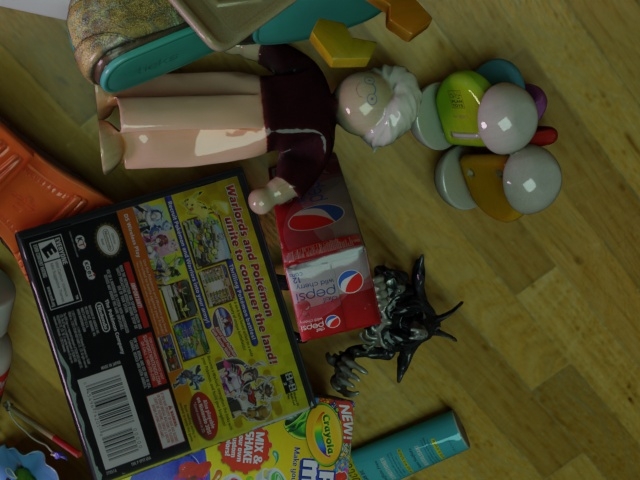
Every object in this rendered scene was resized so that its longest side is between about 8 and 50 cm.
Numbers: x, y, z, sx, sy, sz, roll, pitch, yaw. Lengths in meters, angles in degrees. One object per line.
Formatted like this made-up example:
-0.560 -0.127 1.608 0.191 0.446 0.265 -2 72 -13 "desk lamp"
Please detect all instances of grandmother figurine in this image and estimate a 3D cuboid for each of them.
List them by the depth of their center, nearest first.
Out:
-0.060 -0.130 1.252 0.342 0.104 0.207 -6 85 -9 "grandmother figurine"

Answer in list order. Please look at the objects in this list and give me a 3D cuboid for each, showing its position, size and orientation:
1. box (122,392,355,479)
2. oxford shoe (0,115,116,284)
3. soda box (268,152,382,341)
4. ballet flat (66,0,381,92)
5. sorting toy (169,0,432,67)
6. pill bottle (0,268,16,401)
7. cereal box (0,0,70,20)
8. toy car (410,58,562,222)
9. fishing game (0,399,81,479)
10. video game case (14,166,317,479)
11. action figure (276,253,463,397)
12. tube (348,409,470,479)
-0.123 0.311 1.371 0.279 0.177 0.290 6 84 -10 "box"
-0.306 -0.044 1.293 0.130 0.133 0.363 -40 131 -1 "oxford shoe"
0.000 0.000 1.259 0.083 0.263 0.092 -13 115 0 "soda box"
-0.090 -0.250 1.206 0.349 0.123 0.123 -20 116 -22 "ballet flat"
-0.051 -0.277 1.145 0.229 0.041 0.307 -38 83 -18 "sorting toy"
-0.439 0.165 1.338 0.161 0.161 0.283 15 111 -13 "pill bottle"
-0.268 -0.314 1.208 0.240 0.047 0.173 10 113 -11 "cereal box"
0.198 -0.118 1.311 0.136 0.159 0.182 -39 117 -27 "toy car"
-0.355 0.331 1.430 0.041 0.189 0.264 -18 127 -49 "fishing game"
-0.159 0.087 1.255 0.248 0.035 0.274 -18 92 -18 "video game case"
0.036 0.095 1.375 0.276 0.141 0.164 7 109 -6 "action figure"
0.086 0.279 1.515 0.207 0.052 0.080 -26 107 11 "tube"
